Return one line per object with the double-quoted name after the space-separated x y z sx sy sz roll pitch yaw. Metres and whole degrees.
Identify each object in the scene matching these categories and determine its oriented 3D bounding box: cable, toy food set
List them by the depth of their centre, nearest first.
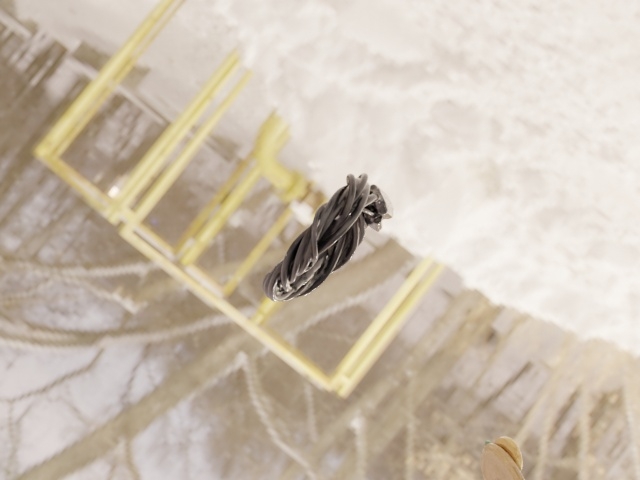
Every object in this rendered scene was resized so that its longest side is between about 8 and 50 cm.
0.000 0.000 1.247 0.047 0.150 0.184 49 -174 8 "cable"
0.187 0.237 1.326 0.083 0.020 0.082 64 159 9 "toy food set"
